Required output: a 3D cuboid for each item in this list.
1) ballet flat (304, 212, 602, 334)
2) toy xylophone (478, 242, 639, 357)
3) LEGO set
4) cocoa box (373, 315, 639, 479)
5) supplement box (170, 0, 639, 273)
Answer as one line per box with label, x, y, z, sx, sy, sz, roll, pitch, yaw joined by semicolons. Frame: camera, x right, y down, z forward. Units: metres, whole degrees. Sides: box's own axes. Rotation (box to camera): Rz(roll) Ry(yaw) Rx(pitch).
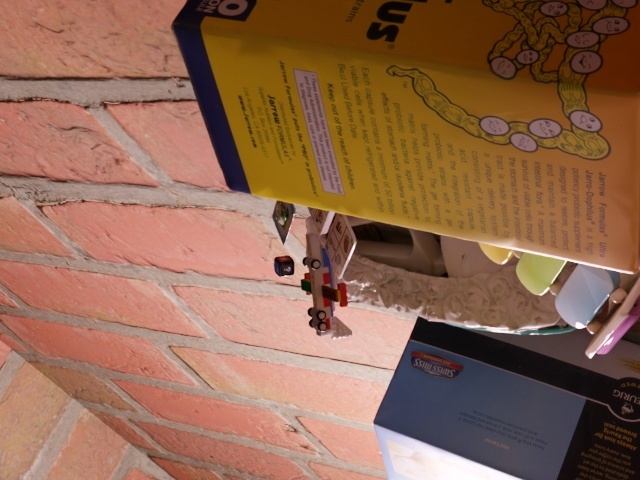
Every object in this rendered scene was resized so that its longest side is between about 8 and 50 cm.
ballet flat;0.133;0.022;1.516;0.409;0.147;0.147;5;148;40
toy xylophone;0.190;-0.055;1.184;0.323;0.081;0.236;44;155;23
LEGO set;0.000;0.000;1.534;0.060;0.182;0.244;-9;146;-22
cocoa box;0.275;0.244;1.687;0.347;0.228;0.231;18;155;19
supplement box;0.100;-0.138;1.002;0.357;0.194;0.195;12;144;21
